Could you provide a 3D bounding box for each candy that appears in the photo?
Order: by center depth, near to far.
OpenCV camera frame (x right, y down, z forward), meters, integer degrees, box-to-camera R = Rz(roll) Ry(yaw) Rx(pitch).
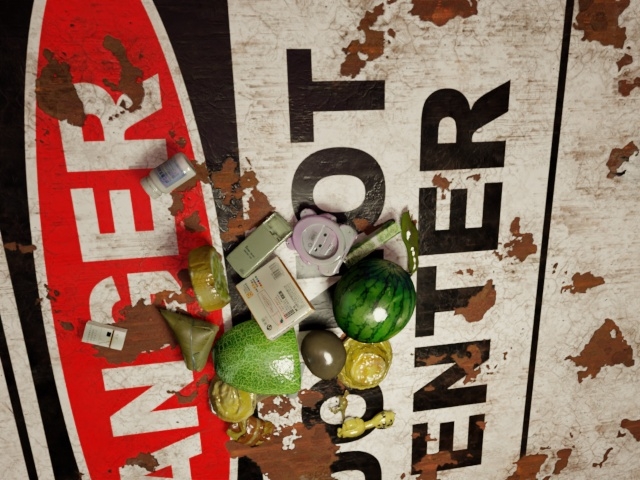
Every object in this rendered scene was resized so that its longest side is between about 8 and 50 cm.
[{"bbox_3d":[-0.429,0.143,1.729,0.118,0.260,0.260,-14,106,-5],"label":"candy"}]

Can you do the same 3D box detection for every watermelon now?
[{"bbox_3d":[0.216,0.244,1.823,0.363,0.363,0.363,-2,105,-9],"label":"watermelon"}]

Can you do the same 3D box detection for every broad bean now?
[{"bbox_3d":[0.390,0.028,1.938,0.075,0.067,0.325,-7,103,5],"label":"broad bean"}]

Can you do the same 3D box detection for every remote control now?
[{"bbox_3d":[-0.244,0.017,1.817,0.285,0.038,0.123,-45,75,1],"label":"remote control"},{"bbox_3d":[-0.110,0.636,2.032,0.050,0.027,0.184,12,101,-13],"label":"remote control"}]

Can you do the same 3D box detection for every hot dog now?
[{"bbox_3d":[-0.314,0.856,2.015,0.213,0.103,0.146,24,97,-16],"label":"hot dog"}]

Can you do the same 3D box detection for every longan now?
[{"bbox_3d":[0.014,0.481,1.926,0.196,0.196,0.220,-33,95,0],"label":"longan"}]

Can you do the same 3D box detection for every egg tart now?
[{"bbox_3d":[-0.385,0.675,1.932,0.232,0.098,0.252,30,97,7],"label":"egg tart"},{"bbox_3d":[0.205,0.551,2.015,0.294,0.123,0.294,-2,103,-10],"label":"egg tart"}]

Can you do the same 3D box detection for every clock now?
[{"bbox_3d":[0.000,0.000,1.817,0.248,0.090,0.227,30,98,12],"label":"clock"}]

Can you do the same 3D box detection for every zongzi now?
[{"bbox_3d":[-0.572,0.413,1.854,0.256,0.115,0.228,19,105,-8],"label":"zongzi"}]

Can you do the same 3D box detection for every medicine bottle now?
[{"bbox_3d":[-0.570,-0.241,1.682,0.187,0.103,0.103,-33,107,0],"label":"medicine bottle"}]

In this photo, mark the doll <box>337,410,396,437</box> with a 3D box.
[{"bbox_3d":[0.218,0.869,2.120,0.291,0.086,0.117,-11,124,-9],"label":"doll"}]

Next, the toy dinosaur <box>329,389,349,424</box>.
[{"bbox_3d":[0.114,0.782,2.106,0.126,0.039,0.162,-39,117,-2],"label":"toy dinosaur"}]

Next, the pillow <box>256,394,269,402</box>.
[{"bbox_3d":[-0.287,0.621,1.995,0.135,0.034,0.211,-24,106,-1],"label":"pillow"}]

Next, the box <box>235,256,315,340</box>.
[{"bbox_3d":[-0.182,0.235,1.808,0.221,0.091,0.274,-34,70,1],"label":"box"}]

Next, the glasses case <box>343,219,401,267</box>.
[{"bbox_3d":[0.211,0.017,1.888,0.272,0.095,0.062,-35,99,1],"label":"glasses case"}]

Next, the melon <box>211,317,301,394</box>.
[{"bbox_3d":[-0.273,0.487,1.876,0.344,0.226,0.331,-8,91,-16],"label":"melon"}]

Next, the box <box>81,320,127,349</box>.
[{"bbox_3d":[-0.877,0.386,1.826,0.154,0.040,0.084,17,100,-13],"label":"box"}]
